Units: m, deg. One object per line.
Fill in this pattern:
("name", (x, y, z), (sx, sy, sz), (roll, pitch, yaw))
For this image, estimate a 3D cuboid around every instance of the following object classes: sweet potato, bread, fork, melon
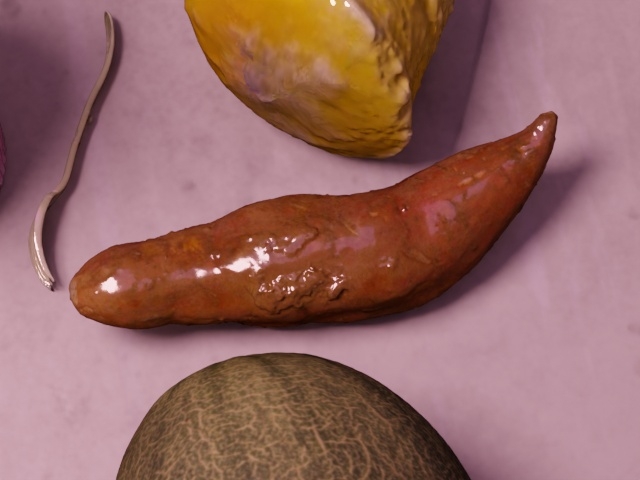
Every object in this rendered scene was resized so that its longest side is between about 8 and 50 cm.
("sweet potato", (0.007, 0.012, 1.222), (0.354, 0.095, 0.106), (-18, 115, -5))
("bread", (0.006, -0.164, 1.245), (0.197, 0.197, 0.170), (29, 65, 10))
("fork", (-0.180, -0.071, 1.284), (0.028, 0.034, 0.219), (13, 69, -4))
("melon", (-0.009, 0.209, 1.067), (0.237, 0.237, 0.302), (-20, 68, -8))

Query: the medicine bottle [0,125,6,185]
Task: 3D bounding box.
("medicine bottle", (-0.309, -0.107, 1.159), (0.178, 0.291, 0.178), (0, 69, 0))
